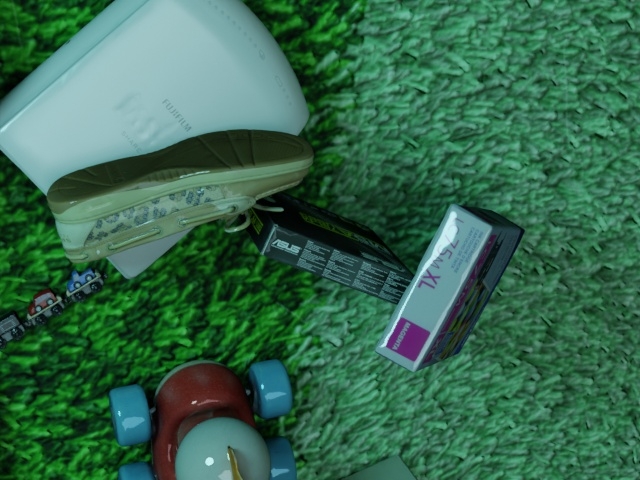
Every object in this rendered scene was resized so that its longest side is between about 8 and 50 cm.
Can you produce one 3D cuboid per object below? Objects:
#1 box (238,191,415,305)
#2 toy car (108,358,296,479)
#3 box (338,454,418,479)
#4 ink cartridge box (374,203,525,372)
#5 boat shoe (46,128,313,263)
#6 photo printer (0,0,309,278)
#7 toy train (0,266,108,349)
[{"bbox_3d":[0.000,0.000,1.570,0.191,0.184,0.045,22,100,-21],"label":"box"},{"bbox_3d":[-0.121,0.275,1.600,0.219,0.238,0.210,-8,111,-15],"label":"toy car"},{"bbox_3d":[0.009,0.396,1.764,0.275,0.094,0.113,-23,113,-8],"label":"box"},{"bbox_3d":[0.164,0.053,1.595,0.065,0.311,0.185,29,98,12],"label":"ink cartridge box"},{"bbox_3d":[-0.145,-0.050,1.444,0.285,0.104,0.089,-12,118,-4],"label":"boat shoe"},{"bbox_3d":[-0.181,-0.142,1.507,0.307,0.107,0.256,-40,116,-1],"label":"photo printer"},{"bbox_3d":[-0.323,0.075,1.583,0.158,0.027,0.036,-31,104,-5],"label":"toy train"}]
